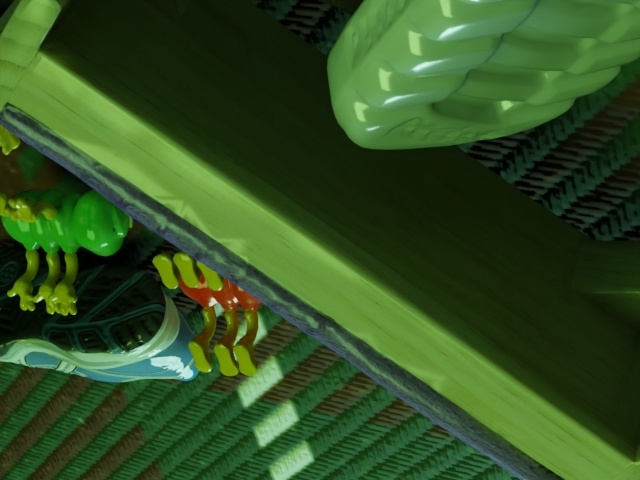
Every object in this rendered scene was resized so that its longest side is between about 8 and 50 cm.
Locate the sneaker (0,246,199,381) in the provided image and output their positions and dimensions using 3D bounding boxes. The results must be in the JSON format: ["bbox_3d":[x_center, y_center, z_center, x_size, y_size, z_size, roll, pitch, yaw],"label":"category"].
[{"bbox_3d":[-0.166,0.058,1.111,0.211,0.080,0.081,11,158,40],"label":"sneaker"}]

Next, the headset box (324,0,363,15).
[{"bbox_3d":[-0.056,-0.247,0.669,0.293,0.110,0.218,29,143,5],"label":"headset box"}]

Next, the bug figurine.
[{"bbox_3d":[-0.113,-0.054,0.954,0.216,0.072,0.279,4,130,25],"label":"bug figurine"}]

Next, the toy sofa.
[{"bbox_3d":[0.000,0.000,0.801,0.362,0.150,0.177,35,131,-10],"label":"toy sofa"}]

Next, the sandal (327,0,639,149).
[{"bbox_3d":[0.111,-0.156,0.567,0.416,0.169,0.102,-40,63,49],"label":"sandal"}]
